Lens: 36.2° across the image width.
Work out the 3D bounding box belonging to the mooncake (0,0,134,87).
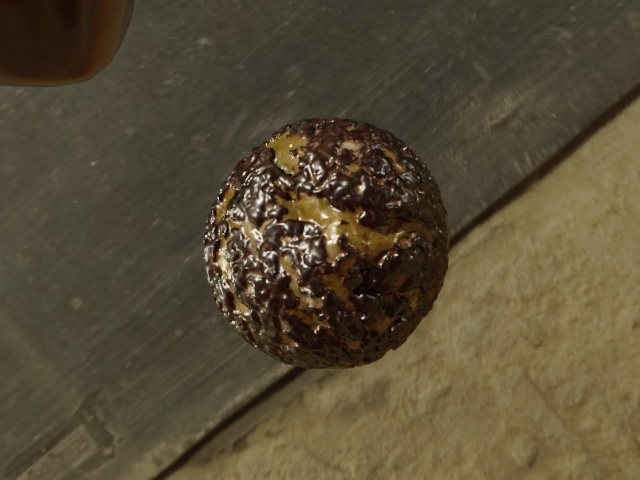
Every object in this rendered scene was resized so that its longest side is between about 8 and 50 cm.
[{"bbox_3d":[-0.354,-0.297,1.080,0.326,0.334,0.174,44,138,28],"label":"mooncake"}]

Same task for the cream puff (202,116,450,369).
[{"bbox_3d":[0.000,0.000,0.904,0.239,0.165,0.239,-3,80,20],"label":"cream puff"}]
